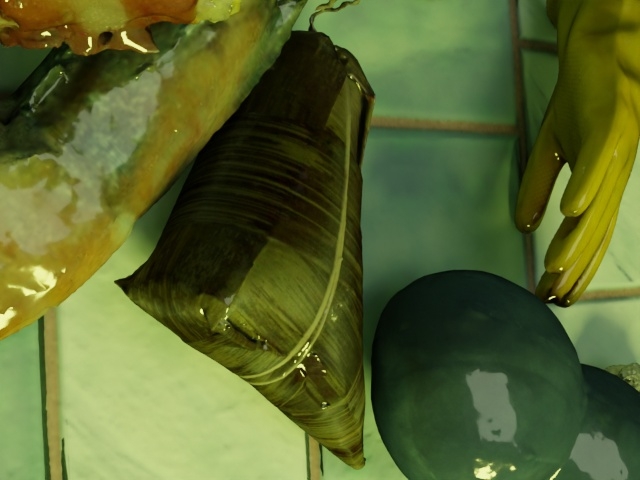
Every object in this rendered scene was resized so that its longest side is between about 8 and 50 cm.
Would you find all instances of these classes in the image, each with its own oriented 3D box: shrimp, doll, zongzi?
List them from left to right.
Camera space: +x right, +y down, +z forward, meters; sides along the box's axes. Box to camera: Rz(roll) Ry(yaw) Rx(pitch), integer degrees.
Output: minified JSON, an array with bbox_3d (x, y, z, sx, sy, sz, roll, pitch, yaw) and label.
[{"bbox_3d":[-0.159,-0.128,0.592,0.445,0.085,0.272,-43,116,-20],"label":"shrimp"},{"bbox_3d":[0.000,0.000,0.731,0.241,0.111,0.248,49,52,-44],"label":"zongzi"},{"bbox_3d":[0.143,0.136,0.783,0.258,0.154,0.228,31,43,-16],"label":"doll"}]

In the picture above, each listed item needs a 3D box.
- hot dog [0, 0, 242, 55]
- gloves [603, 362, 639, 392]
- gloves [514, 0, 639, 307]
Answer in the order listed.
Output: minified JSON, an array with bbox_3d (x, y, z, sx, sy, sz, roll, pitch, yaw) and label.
[{"bbox_3d":[-0.129,-0.164,0.514,0.213,0.103,0.146,-4,114,-16],"label":"hot dog"},{"bbox_3d":[0.279,0.184,0.932,0.114,0.070,0.153,2,83,-37],"label":"gloves"},{"bbox_3d":[0.214,-0.085,0.859,0.133,0.116,0.294,56,46,-53],"label":"gloves"}]
